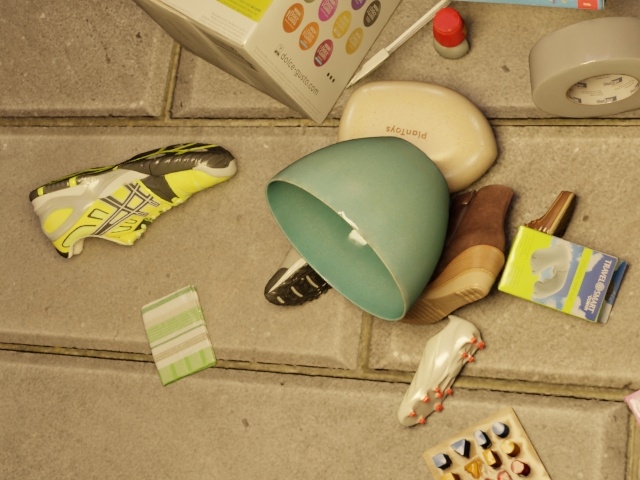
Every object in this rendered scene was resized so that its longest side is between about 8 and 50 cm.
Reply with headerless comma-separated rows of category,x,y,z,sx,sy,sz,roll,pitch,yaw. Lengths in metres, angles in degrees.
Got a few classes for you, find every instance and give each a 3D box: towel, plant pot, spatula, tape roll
towel,-0.249,0.167,2.085,0.113,0.023,0.152,-24,70,15
plant pot,0.084,-0.048,1.820,0.290,0.290,0.195,37,71,25
spatula,0.140,-0.339,2.020,0.242,0.168,0.019,-39,91,1
tape roll,0.436,-0.266,1.846,0.219,0.219,0.072,-9,71,18

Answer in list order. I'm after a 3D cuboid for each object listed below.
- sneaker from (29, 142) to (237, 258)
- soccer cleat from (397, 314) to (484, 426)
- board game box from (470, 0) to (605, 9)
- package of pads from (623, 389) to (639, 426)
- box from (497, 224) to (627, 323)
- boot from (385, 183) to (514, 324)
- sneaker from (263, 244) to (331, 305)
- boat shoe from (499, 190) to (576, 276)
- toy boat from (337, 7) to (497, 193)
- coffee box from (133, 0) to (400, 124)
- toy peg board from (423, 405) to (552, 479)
sneaker,-0.325,-0.077,2.141,0.384,0.145,0.147,-14,101,14
soccer cleat,0.181,0.209,1.892,0.076,0.068,0.196,36,88,40
board game box,0.344,-0.513,1.955,0.308,0.086,0.302,8,49,22
package of pads,0.503,0.240,1.776,0.083,0.032,0.050,-29,69,10
box,0.375,0.054,1.831,0.178,0.042,0.109,19,95,4
boot,0.202,0.023,1.930,0.248,0.090,0.207,-18,42,42
sneaker,0.000,0.000,2.007,0.271,0.100,0.108,-48,55,-5
boat shoe,0.345,-0.008,1.890,0.060,0.064,0.178,32,90,23
toy boat,0.183,-0.228,1.980,0.267,0.148,0.318,17,86,12
coffee box,-0.096,-0.465,2.037,0.338,0.337,0.334,32,87,27
toy peg board,0.253,0.356,1.809,0.161,0.079,0.161,-30,67,9
